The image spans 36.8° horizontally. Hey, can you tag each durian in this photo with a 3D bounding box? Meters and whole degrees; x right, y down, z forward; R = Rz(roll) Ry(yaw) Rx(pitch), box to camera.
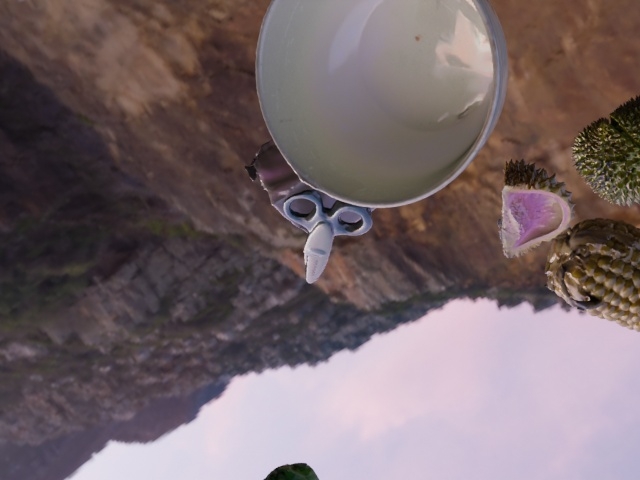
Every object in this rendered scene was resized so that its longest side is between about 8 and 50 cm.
[{"bbox_3d":[0.362,-0.063,1.704,0.132,0.182,0.165,-34,-160,-12],"label":"durian"},{"bbox_3d":[0.440,-0.117,1.355,0.159,0.146,0.198,-27,165,-12],"label":"durian"}]

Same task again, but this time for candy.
[{"bbox_3d":[0.006,-0.113,1.571,0.195,0.185,0.137,-36,-133,17],"label":"candy"},{"bbox_3d":[0.015,0.431,1.222,0.097,0.097,0.323,-31,-118,-2],"label":"candy"}]

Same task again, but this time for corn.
[{"bbox_3d":[0.363,0.057,0.929,0.293,0.106,0.106,18,-150,1],"label":"corn"}]

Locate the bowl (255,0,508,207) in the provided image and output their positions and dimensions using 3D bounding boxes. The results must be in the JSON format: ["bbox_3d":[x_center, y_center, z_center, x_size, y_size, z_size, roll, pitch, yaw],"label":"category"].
[{"bbox_3d":[0.080,-0.183,1.029,0.277,0.277,0.145,-17,-174,33],"label":"bowl"}]

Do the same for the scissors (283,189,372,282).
[{"bbox_3d":[0.000,0.000,1.536,0.289,0.138,0.041,106,-6,-64],"label":"scissors"}]
